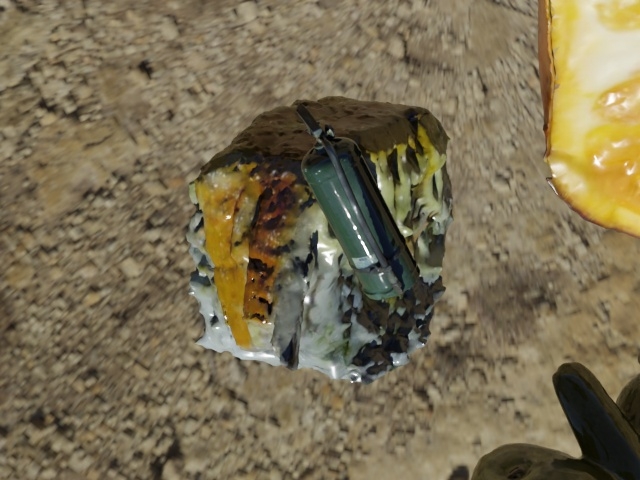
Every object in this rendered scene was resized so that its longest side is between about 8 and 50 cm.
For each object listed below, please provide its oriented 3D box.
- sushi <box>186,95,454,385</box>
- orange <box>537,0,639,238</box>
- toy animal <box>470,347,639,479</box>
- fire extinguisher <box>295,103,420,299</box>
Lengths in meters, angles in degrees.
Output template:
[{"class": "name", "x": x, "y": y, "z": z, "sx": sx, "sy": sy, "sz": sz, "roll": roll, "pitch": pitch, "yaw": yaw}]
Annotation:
[{"class": "sushi", "x": 0.000, "y": 0.000, "z": 1.033, "sx": 0.139, "sy": 0.274, "sz": 0.184, "roll": 11, "pitch": 111, "yaw": 32}, {"class": "orange", "x": 0.239, "y": -0.125, "z": 0.804, "sx": 0.274, "sy": 0.274, "sz": 0.310, "roll": -12, "pitch": 109, "yaw": 8}, {"class": "toy animal", "x": 0.194, "y": 0.210, "z": 1.183, "sx": 0.363, "sy": 0.180, "sz": 0.181, "roll": -9, "pitch": 137, "yaw": -33}, {"class": "fire extinguisher", "x": 0.013, "y": -0.014, "z": 0.581, "sx": 0.025, "sy": 0.038, "sz": 0.083, "roll": -30, "pitch": 116, "yaw": -4}]
